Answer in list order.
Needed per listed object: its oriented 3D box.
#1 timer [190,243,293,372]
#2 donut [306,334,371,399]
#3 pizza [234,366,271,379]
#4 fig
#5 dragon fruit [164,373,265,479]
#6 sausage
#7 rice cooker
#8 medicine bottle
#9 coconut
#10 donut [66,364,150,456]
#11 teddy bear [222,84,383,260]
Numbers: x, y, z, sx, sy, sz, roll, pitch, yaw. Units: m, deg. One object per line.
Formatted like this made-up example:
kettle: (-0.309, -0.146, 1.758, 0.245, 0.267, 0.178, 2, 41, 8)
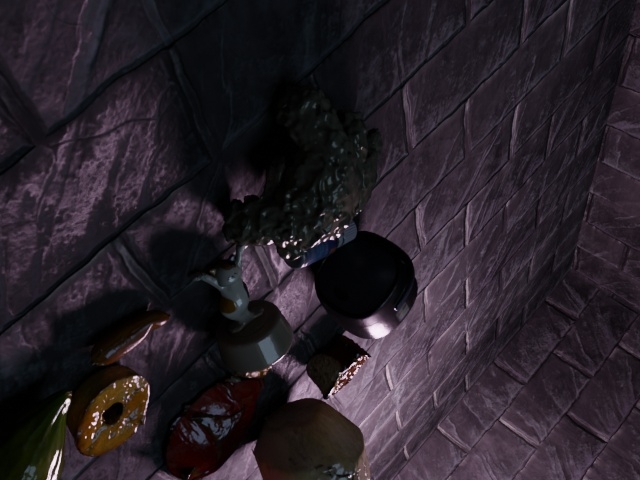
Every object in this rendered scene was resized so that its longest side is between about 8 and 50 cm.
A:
timer: (-0.180, 0.140, 1.486, 0.175, 0.175, 0.266, -38, 128, -26)
donut: (0.050, 0.381, 2.053, 0.186, 0.126, 0.144, -47, 157, -4)
pizza: (-0.159, 0.299, 1.738, 0.188, 0.062, 0.199, -44, 157, -32)
fig: (-0.537, 0.377, 1.193, 0.167, 0.167, 0.233, 40, 50, -60)
dragon fruit: (-0.280, 0.501, 1.739, 0.282, 0.100, 0.343, 21, 102, -55)
sausage: (-0.372, 0.184, 1.314, 0.183, 0.054, 0.062, -36, 178, -32)
rice cooker: (0.123, 0.120, 1.766, 0.267, 0.267, 0.224, -51, 151, -6)
medicine bottle: (0.000, 0.000, 1.628, 0.203, 0.083, 0.083, -26, 140, -43)
coconut: (-0.022, 0.657, 1.991, 0.352, 0.352, 0.352, -36, 146, -29)
donut: (-0.433, 0.335, 1.365, 0.174, 0.075, 0.190, -23, 134, -41)
teddy bear: (0.000, -0.123, 1.431, 0.357, 0.224, 0.367, -64, 164, 14)
